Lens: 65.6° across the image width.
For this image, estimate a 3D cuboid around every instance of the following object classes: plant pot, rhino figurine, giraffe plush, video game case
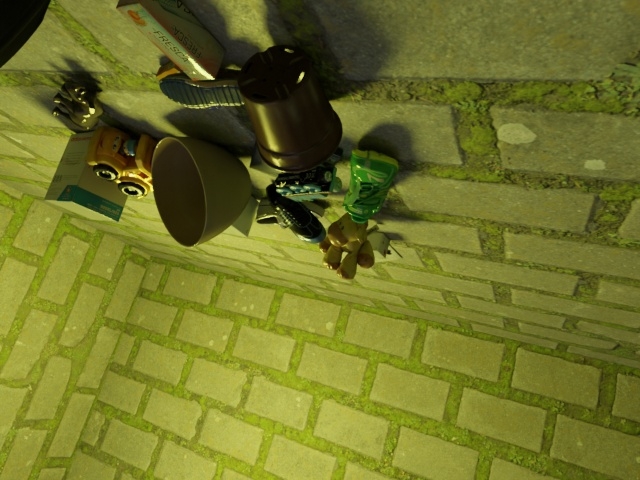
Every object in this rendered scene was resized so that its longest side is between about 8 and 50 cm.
[{"bbox_3d":[-0.298,-0.140,1.322,0.190,0.285,0.284,-17,-168,-41],"label":"plant pot"},{"bbox_3d":[-0.593,-0.339,1.227,0.106,0.073,0.243,28,161,-24],"label":"rhino figurine"},{"bbox_3d":[-0.588,-0.393,0.835,0.187,0.167,0.188,28,163,-34],"label":"plant pot"},{"bbox_3d":[-0.057,-0.232,0.863,0.166,0.167,0.165,12,157,19],"label":"plant pot"},{"bbox_3d":[0.086,-0.011,1.459,0.181,0.210,0.170,38,168,23],"label":"giraffe plush"},{"bbox_3d":[-0.071,-0.201,1.233,0.195,0.026,0.274,20,164,-9],"label":"video game case"}]

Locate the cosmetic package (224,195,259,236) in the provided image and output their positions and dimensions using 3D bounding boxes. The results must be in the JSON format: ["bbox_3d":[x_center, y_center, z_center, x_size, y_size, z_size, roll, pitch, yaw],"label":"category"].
[{"bbox_3d":[-0.359,-0.125,1.614,0.224,0.138,0.224,11,164,26],"label":"cosmetic package"}]

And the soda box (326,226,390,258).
[{"bbox_3d":[0.121,0.006,1.685,0.216,0.069,0.074,7,162,31],"label":"soda box"}]

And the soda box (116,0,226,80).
[{"bbox_3d":[-0.239,-0.345,0.819,0.058,0.063,0.183,8,163,31],"label":"soda box"}]

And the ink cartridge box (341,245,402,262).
[{"bbox_3d":[0.158,0.031,1.817,0.232,0.066,0.189,-14,152,24],"label":"ink cartridge box"}]

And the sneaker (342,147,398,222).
[{"bbox_3d":[0.112,-0.116,1.141,0.109,0.124,0.295,15,165,9],"label":"sneaker"}]

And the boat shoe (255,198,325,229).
[{"bbox_3d":[-0.105,-0.079,1.590,0.267,0.088,0.096,8,162,33],"label":"boat shoe"}]

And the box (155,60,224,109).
[{"bbox_3d":[-0.258,-0.316,1.020,0.081,0.028,0.136,1,161,46],"label":"box"}]

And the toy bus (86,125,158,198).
[{"bbox_3d":[-0.510,-0.233,1.414,0.211,0.150,0.220,-6,153,27],"label":"toy bus"}]

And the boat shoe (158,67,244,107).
[{"bbox_3d":[-0.215,-0.296,0.945,0.183,0.066,0.066,8,147,10],"label":"boat shoe"}]

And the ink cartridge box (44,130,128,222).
[{"bbox_3d":[-0.704,-0.198,1.550,0.171,0.233,0.168,6,164,36],"label":"ink cartridge box"}]

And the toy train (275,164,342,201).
[{"bbox_3d":[-0.028,-0.142,1.212,0.184,0.080,0.105,0,167,44],"label":"toy train"}]

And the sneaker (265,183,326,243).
[{"bbox_3d":[-0.079,-0.080,1.447,0.232,0.081,0.090,39,171,28],"label":"sneaker"}]
